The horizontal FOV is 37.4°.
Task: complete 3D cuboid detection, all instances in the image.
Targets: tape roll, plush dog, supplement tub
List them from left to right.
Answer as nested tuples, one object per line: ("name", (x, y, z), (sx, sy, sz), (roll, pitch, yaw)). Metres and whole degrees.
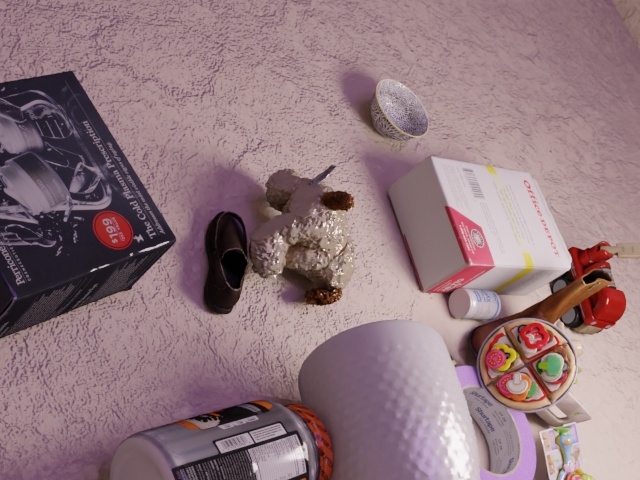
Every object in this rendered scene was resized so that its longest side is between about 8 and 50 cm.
("supplement tub", (-0.141, 0.354, 1.434), (0.316, 0.193, 0.194), (-6, 65, -46))
("plush dog", (0.000, 0.000, 1.851), (0.263, 0.210, 0.225), (-78, 151, -43))
("tape roll", (0.305, 0.394, 1.897), (0.274, 0.090, 0.275), (23, 47, -28))
("supplement tub", (0.350, 0.145, 2.141), (0.107, 0.071, 0.071), (7, 56, -41))

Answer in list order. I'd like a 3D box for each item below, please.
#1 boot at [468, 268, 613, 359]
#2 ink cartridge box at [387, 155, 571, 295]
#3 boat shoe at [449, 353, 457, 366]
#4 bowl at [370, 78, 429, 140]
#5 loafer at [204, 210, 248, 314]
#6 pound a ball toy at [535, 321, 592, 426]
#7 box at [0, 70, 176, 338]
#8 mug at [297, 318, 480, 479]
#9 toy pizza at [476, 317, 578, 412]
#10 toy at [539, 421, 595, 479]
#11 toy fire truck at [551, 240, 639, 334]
("boot", (0.485, 0.169, 2.083), (0.264, 0.280, 0.096), (-4, 62, -44))
("ink cartridge box", (0.378, -0.025, 2.224), (0.384, 0.160, 0.279), (4, 58, -41))
("boat shoe", (0.185, 0.240, 1.909), (0.223, 0.080, 0.074), (-1, 67, -38))
("bowl", (0.177, -0.303, 2.312), (0.170, 0.080, 0.170), (24, 47, -28))
("loafer", (-0.162, 0.031, 1.747), (0.080, 0.078, 0.220), (21, 48, -30))
("pound a ball toy", (0.489, 0.280, 2.079), (0.319, 0.135, 0.208), (40, 40, -52))
("box", (-0.457, -0.057, 1.464), (0.312, 0.179, 0.343), (-25, 79, -48))
("mug", (0.138, 0.373, 1.621), (0.374, 0.276, 0.328), (67, 5, -50))
("toy pizza", (0.414, 0.247, 1.906), (0.032, 0.201, 0.201), (58, 19, -58))
("toy", (0.544, 0.512, 2.011), (0.136, 0.056, 0.237), (-2, 76, -42))
("toy fire truck", (0.728, 0.098, 2.388), (0.158, 0.246, 0.217), (15, 51, -34))
